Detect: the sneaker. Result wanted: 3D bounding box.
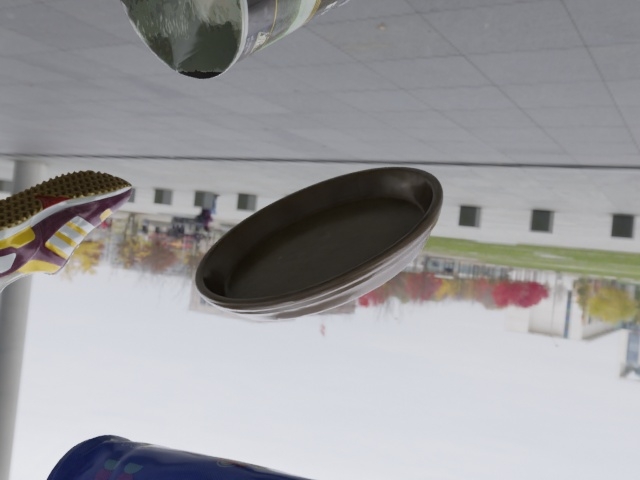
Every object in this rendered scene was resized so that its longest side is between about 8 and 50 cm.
[{"bbox_3d":[-0.276,-0.013,0.683,0.069,0.084,0.185,23,-146,29],"label":"sneaker"}]

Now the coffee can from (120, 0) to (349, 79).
[{"bbox_3d":[-0.087,-0.348,0.814,0.201,0.202,0.275,5,-144,40],"label":"coffee can"}]

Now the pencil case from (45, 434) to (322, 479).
[{"bbox_3d":[-0.062,0.216,0.435,0.306,0.133,0.119,-1,155,34],"label":"pencil case"}]

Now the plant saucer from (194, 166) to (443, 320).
[{"bbox_3d":[0.000,0.000,0.695,0.277,0.041,0.278,-19,-156,9],"label":"plant saucer"}]
